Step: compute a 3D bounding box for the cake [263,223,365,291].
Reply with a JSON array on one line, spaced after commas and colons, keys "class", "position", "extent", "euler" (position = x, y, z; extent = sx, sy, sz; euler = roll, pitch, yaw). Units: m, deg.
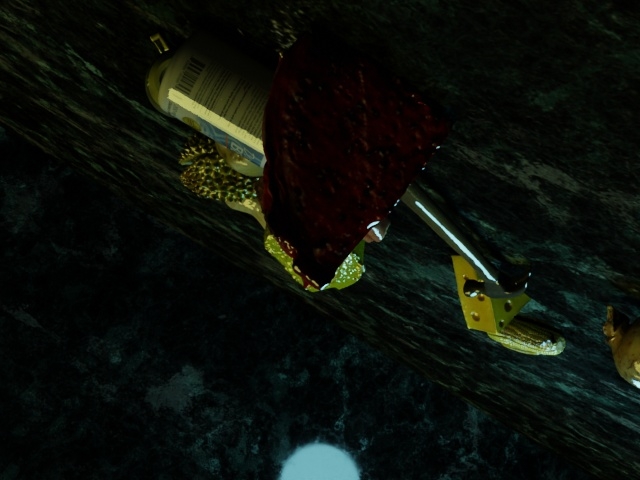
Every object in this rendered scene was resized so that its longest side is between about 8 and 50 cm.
[{"class": "cake", "position": [0.000, 0.000, 1.873], "extent": [0.179, 0.156, 0.260], "euler": [-17, 135, 31]}]

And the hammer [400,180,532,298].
[{"class": "hammer", "position": [0.249, -0.005, 1.559], "extent": [0.168, 0.044, 0.440], "euler": [-7, 145, 41]}]

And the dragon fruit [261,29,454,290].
[{"class": "dragon fruit", "position": [-0.008, -0.106, 1.258], "extent": [0.286, 0.329, 0.228], "euler": [31, 174, -11]}]

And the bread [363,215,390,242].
[{"class": "bread", "position": [0.098, -0.052, 1.772], "extent": [0.119, 0.067, 0.192], "euler": [30, 169, 41]}]

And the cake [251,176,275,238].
[{"class": "cake", "position": [-0.036, -0.084, 1.674], "extent": [0.134, 0.147, 0.135], "euler": [10, -123, -63]}]

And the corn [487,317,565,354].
[{"class": "corn", "position": [0.487, 0.226, 1.975], "extent": [0.203, 0.072, 0.072], "euler": [14, 160, 46]}]

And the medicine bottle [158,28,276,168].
[{"class": "medicine bottle", "position": [-0.116, -0.222, 1.397], "extent": [0.289, 0.157, 0.157], "euler": [31, 167, -1]}]

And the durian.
[{"class": "durian", "position": [-0.177, -0.182, 1.762], "extent": [0.237, 0.137, 0.193], "euler": [-16, -141, -39]}]

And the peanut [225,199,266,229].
[{"class": "peanut", "position": [-0.127, -0.088, 2.022], "extent": [0.275, 0.111, 0.125], "euler": [29, 127, 17]}]

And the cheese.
[{"class": "cheese", "position": [0.354, 0.096, 1.786], "extent": [0.093, 0.126, 0.171], "euler": [5, 131, 59]}]

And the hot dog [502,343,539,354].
[{"class": "hot dog", "position": [0.526, 0.275, 2.161], "extent": [0.137, 0.028, 0.044], "euler": [3, 124, 59]}]

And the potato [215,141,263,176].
[{"class": "potato", "position": [-0.132, -0.199, 1.587], "extent": [0.154, 0.137, 0.200], "euler": [56, 173, 17]}]

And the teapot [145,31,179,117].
[{"class": "teapot", "position": [-0.266, -0.306, 1.536], "extent": [0.165, 0.130, 0.119], "euler": [63, -179, -3]}]

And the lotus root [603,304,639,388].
[{"class": "lotus root", "position": [0.620, 0.210, 1.463], "extent": [0.257, 0.140, 0.154], "euler": [20, 171, 18]}]
